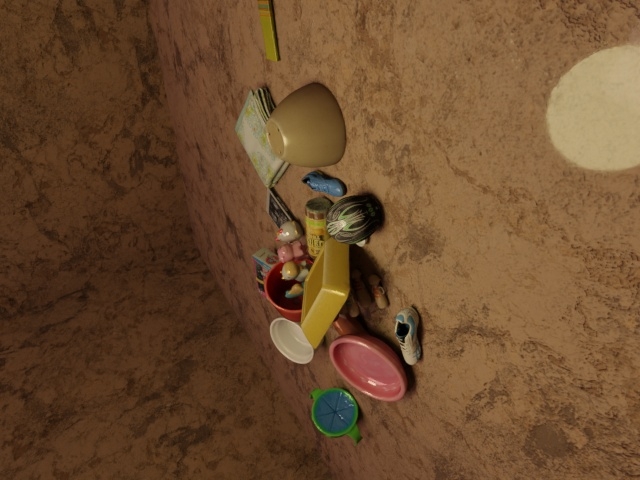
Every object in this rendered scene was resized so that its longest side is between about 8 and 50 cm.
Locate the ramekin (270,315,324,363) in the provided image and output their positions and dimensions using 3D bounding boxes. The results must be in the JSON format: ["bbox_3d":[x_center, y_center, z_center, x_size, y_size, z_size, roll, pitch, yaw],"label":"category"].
[{"bbox_3d":[-0.113,0.483,2.233,0.277,0.135,0.277,20,127,29],"label":"ramekin"}]

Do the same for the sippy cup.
[{"bbox_3d":[0.076,0.909,2.236,0.224,0.239,0.306,86,174,-55],"label":"sippy cup"}]

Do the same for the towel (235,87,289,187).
[{"bbox_3d":[-0.247,-0.432,1.871,0.321,0.090,0.374,65,155,6],"label":"towel"}]

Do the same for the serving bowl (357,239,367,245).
[{"bbox_3d":[0.141,-0.023,1.523,0.083,0.027,0.083,43,146,39],"label":"serving bowl"}]

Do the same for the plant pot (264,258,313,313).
[{"bbox_3d":[-0.111,0.246,1.999,0.275,0.274,0.243,55,163,24],"label":"plant pot"}]

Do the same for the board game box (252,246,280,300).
[{"bbox_3d":[-0.249,0.212,2.355,0.224,0.097,0.304,29,138,30],"label":"board game box"}]

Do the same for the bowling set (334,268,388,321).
[{"bbox_3d":[0.097,0.201,1.615,0.287,0.199,0.154,-12,99,61],"label":"bowling set"}]

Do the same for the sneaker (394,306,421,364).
[{"bbox_3d":[0.289,0.331,1.465,0.085,0.086,0.237,30,138,50],"label":"sneaker"}]

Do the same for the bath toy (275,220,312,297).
[{"bbox_3d":[-0.125,0.073,1.888,0.151,0.129,0.349,36,-146,-55],"label":"bath toy"}]

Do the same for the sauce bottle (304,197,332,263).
[{"bbox_3d":[0.000,0.000,1.726,0.111,0.111,0.345,40,145,44],"label":"sauce bottle"}]

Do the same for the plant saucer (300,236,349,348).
[{"bbox_3d":[0.007,0.168,1.589,0.333,0.080,0.333,-88,19,-49],"label":"plant saucer"}]

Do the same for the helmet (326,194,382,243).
[{"bbox_3d":[0.102,-0.066,1.405,0.169,0.161,0.170,44,147,40],"label":"helmet"}]

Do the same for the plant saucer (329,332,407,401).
[{"bbox_3d":[0.192,0.480,1.680,0.332,0.084,0.332,24,138,23],"label":"plant saucer"}]

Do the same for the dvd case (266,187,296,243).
[{"bbox_3d":[-0.194,-0.124,2.096,0.239,0.029,0.179,54,153,27],"label":"dvd case"}]

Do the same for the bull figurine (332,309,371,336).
[{"bbox_3d":[0.090,0.334,1.809,0.310,0.101,0.188,51,158,11],"label":"bull figurine"}]

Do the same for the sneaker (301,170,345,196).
[{"bbox_3d":[0.007,-0.198,1.579,0.209,0.082,0.069,34,137,47],"label":"sneaker"}]

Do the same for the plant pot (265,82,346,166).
[{"bbox_3d":[-0.071,-0.366,1.461,0.284,0.190,0.284,43,146,39],"label":"plant pot"}]

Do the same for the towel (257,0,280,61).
[{"bbox_3d":[-0.187,-0.772,1.550,0.102,0.021,0.237,44,148,50],"label":"towel"}]
